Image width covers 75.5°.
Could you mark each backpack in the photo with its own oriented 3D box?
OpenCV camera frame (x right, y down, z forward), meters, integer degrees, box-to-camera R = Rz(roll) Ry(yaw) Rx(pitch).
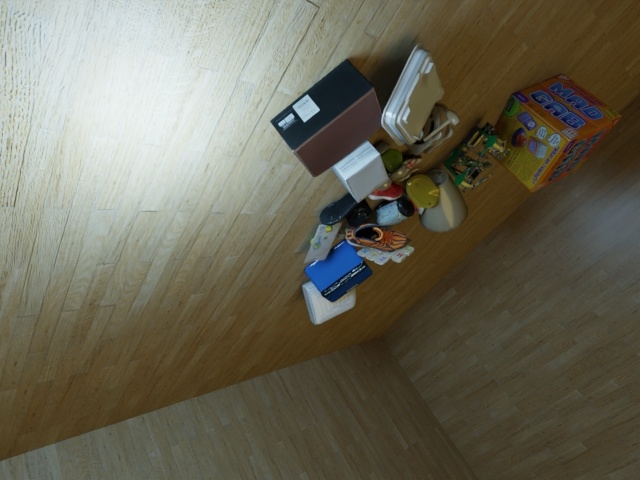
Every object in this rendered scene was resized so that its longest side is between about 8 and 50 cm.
[{"bbox_3d":[0.360,-0.138,2.065,0.182,0.115,0.152,-23,149,37],"label":"backpack"}]

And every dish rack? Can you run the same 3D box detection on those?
[{"bbox_3d":[0.334,-0.476,1.424,0.285,0.072,0.333,-63,157,8],"label":"dish rack"}]

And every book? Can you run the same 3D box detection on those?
[{"bbox_3d":[0.461,-0.191,2.105,0.096,0.144,0.035,99,17,-56],"label":"book"}]

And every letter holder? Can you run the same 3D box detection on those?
[{"bbox_3d":[0.033,-0.375,1.323,0.302,0.152,0.214,-37,155,6],"label":"letter holder"}]

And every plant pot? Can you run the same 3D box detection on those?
[{"bbox_3d":[0.614,-0.224,2.138,0.257,0.256,0.274,-33,135,-3],"label":"plant pot"}]

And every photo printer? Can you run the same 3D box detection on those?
[{"bbox_3d":[0.064,0.315,2.395,0.308,0.107,0.255,-23,112,-22],"label":"photo printer"}]

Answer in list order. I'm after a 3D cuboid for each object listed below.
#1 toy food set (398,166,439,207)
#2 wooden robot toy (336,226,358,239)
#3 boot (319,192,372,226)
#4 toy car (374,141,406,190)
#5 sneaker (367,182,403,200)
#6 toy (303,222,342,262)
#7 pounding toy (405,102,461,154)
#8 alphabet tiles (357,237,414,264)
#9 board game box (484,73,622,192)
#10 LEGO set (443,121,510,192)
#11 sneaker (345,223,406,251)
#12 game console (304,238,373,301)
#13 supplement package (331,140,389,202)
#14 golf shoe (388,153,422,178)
[{"bbox_3d":[0.482,-0.260,2.014,0.128,0.218,0.071,-38,-167,15],"label":"toy food set"},{"bbox_3d":[0.167,-0.024,2.111,0.173,0.079,0.076,-6,142,-44],"label":"wooden robot toy"},{"bbox_3d":[0.125,-0.113,1.900,0.247,0.094,0.207,-39,149,-5],"label":"boot"},{"bbox_3d":[0.254,-0.306,1.711,0.182,0.159,0.136,-40,-173,10],"label":"toy car"},{"bbox_3d":[0.319,-0.254,1.902,0.221,0.087,0.128,-15,148,-36],"label":"sneaker"},{"bbox_3d":[0.000,0.000,1.990,0.137,0.056,0.237,-7,137,-37],"label":"toy"},{"bbox_3d":[0.421,-0.455,1.644,0.155,0.154,0.269,-14,165,-35],"label":"pounding toy"},{"bbox_3d":[0.339,0.031,2.169,0.278,0.284,0.021,-31,129,-35],"label":"alphabet tiles"},{"bbox_3d":[1.128,-0.530,2.053,0.357,0.356,0.356,-25,152,-18],"label":"board game box"},{"bbox_3d":[0.783,-0.385,2.015,0.192,0.255,0.331,20,113,-26],"label":"LEGO set"},{"bbox_3d":[0.296,-0.011,2.014,0.322,0.124,0.180,1,175,-15],"label":"sneaker"},{"bbox_3d":[0.104,0.171,2.251,0.293,0.173,0.250,-36,153,4],"label":"game console"},{"bbox_3d":[0.118,-0.286,1.499,0.149,0.203,0.194,-36,153,3],"label":"supplement package"},{"bbox_3d":[0.367,-0.329,1.830,0.186,0.067,0.085,-21,122,-14],"label":"golf shoe"}]
